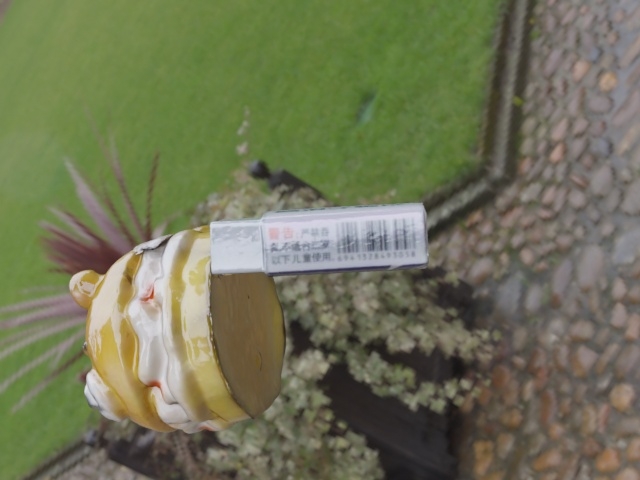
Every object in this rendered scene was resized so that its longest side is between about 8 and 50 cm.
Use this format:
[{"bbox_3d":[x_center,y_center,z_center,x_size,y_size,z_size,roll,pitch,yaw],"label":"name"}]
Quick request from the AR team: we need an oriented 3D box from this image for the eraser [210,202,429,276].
[{"bbox_3d":[0.000,0.000,1.180,0.124,0.210,0.067,-75,-18,-86],"label":"eraser"}]

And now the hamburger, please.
[{"bbox_3d":[-0.189,0.116,1.492,0.237,0.276,0.276,-8,44,16],"label":"hamburger"}]
